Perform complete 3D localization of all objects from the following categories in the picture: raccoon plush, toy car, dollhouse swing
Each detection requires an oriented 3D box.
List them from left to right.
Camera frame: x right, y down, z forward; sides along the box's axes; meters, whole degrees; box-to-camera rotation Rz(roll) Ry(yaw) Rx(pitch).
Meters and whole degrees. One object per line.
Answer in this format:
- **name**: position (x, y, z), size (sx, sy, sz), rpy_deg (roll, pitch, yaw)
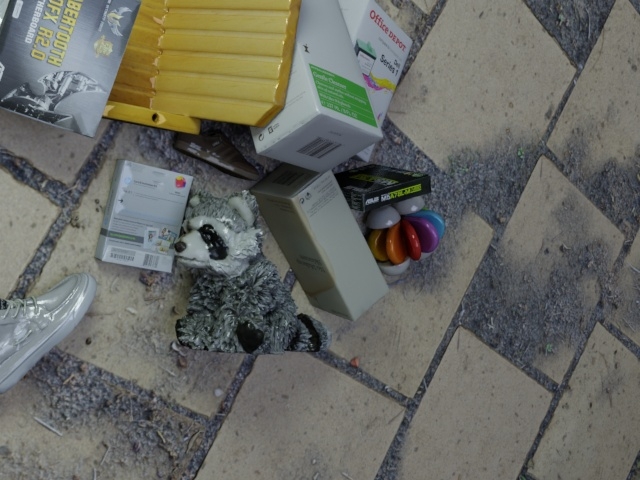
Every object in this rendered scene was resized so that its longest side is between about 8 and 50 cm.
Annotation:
- **dollhouse swing**: position (-0.250, -0.359, 1.466), size (0.315, 0.305, 0.347), rpy_deg (7, 95, -38)
- **raccoon plush**: position (-0.132, 0.065, 1.755), size (0.446, 0.216, 0.299), rpy_deg (14, 79, -67)
- **toy car**: position (0.198, -0.012, 1.972), size (0.182, 0.136, 0.159), rpy_deg (-29, 115, -29)

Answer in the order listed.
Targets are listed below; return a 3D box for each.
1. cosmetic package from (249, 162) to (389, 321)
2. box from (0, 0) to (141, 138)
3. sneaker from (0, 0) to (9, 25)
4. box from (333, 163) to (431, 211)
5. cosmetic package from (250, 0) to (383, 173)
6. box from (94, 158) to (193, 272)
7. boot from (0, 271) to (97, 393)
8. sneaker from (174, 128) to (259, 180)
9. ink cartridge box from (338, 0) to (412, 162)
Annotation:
- **cosmetic package**: position (0.000, 0.000, 1.813), size (0.113, 0.160, 0.309), rpy_deg (-39, 118, -24)
- **box**: position (-0.402, -0.296, 1.381), size (0.183, 0.056, 0.231), rpy_deg (19, 98, -25)
- **sneaker**: position (-0.493, -0.369, 1.423), size (0.129, 0.111, 0.297), rpy_deg (33, 85, -48)
- **box**: position (0.099, -0.111, 1.846), size (0.184, 0.190, 0.045), rpy_deg (-14, 109, -33)
- **cosmetic package**: position (-0.046, -0.323, 1.592), size (0.197, 0.155, 0.365), rpy_deg (10, 58, -51)
- **box**: position (-0.322, -0.043, 1.637), size (0.145, 0.038, 0.186), rpy_deg (12, 92, -38)
- **boot**: position (-0.498, 0.129, 1.499), size (0.258, 0.095, 0.123), rpy_deg (-51, 131, -17)
- **sneaker**: position (-0.185, -0.171, 1.698), size (0.188, 0.066, 0.071), rpy_deg (23, 83, -38)
- **ink cartridge box**: position (0.053, -0.325, 1.787), size (0.201, 0.117, 0.278), rpy_deg (28, 81, -55)
